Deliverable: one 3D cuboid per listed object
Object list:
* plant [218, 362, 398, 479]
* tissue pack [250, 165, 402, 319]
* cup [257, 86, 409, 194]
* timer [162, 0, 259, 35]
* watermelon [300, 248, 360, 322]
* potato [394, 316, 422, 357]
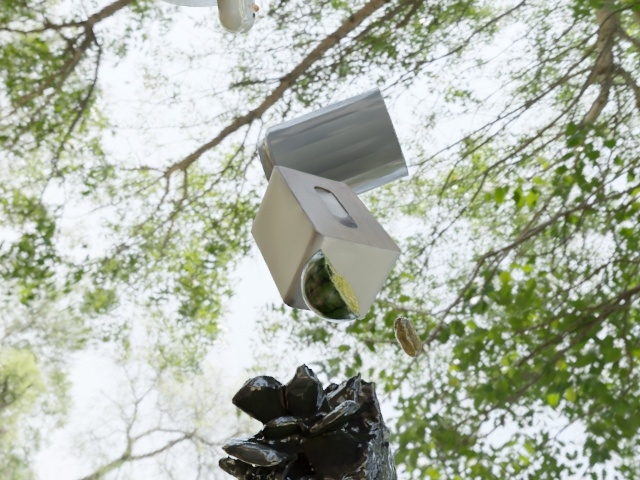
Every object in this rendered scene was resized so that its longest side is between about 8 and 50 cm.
[{"bbox_3d":[-0.003,0.283,0.880,0.198,0.188,0.276,-14,-51,17],"label":"plant"},{"bbox_3d":[-0.001,0.000,1.068,0.136,0.159,0.246,-65,-149,22],"label":"tissue pack"},{"bbox_3d":[0.037,-0.208,1.621,0.323,0.326,0.237,40,30,-75],"label":"cup"},{"bbox_3d":[-0.240,-0.519,1.250,0.233,0.233,0.240,-4,-90,51],"label":"timer"},{"bbox_3d":[0.008,0.068,0.853,0.105,0.062,0.105,56,5,-7],"label":"watermelon"},{"bbox_3d":[0.168,0.188,1.238,0.040,0.051,0.083,-25,-94,37],"label":"potato"}]
